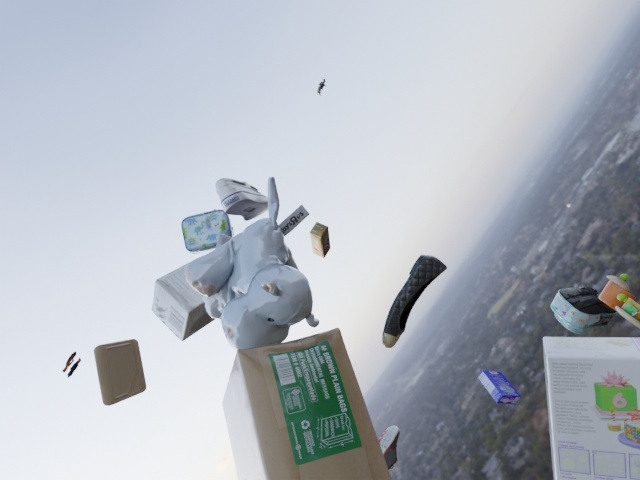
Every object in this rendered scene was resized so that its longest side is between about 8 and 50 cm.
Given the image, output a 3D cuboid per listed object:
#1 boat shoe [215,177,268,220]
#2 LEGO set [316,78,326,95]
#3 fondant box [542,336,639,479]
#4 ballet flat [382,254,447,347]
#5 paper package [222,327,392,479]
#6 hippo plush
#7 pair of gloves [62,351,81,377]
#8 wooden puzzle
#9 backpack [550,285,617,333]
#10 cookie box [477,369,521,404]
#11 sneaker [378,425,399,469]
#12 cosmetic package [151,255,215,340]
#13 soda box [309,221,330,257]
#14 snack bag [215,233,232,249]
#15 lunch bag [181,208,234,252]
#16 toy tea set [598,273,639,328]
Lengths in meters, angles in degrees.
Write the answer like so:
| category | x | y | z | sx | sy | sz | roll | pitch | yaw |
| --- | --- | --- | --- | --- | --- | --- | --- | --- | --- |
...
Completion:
| category | x | y | z | sx | sy | sz | roll | pitch | yaw |
| --- | --- | --- | --- | --- | --- | --- | --- | --- | --- |
| boat shoe | -0.194 | -0.113 | 1.183 | 0.095 | 0.084 | 0.258 | -31 | -7 | 3 |
| LEGO set | -0.001 | -0.506 | 1.502 | 0.083 | 0.023 | 0.054 | -35 | -38 | -77 |
| fondant box | 0.557 | 0.349 | 0.849 | 0.096 | 0.238 | 0.330 | -33 | -64 | -64 |
| ballet flat | 0.151 | 0.103 | 0.762 | 0.173 | 0.049 | 0.057 | -62 | -24 | -2 |
| paper package | -0.029 | 0.348 | 0.707 | 0.168 | 0.325 | 0.309 | -7 | -31 | -22 |
| hippo plush | -0.086 | 0.095 | 0.866 | 0.294 | 0.236 | 0.234 | -43 | -46 | 4 |
| pair of gloves | -0.841 | 0.420 | 1.548 | 0.083 | 0.010 | 0.074 | 103 | -175 | -51 |
| wooden puzzle | -0.772 | 0.500 | 1.763 | 0.044 | 0.221 | 0.239 | -16 | -8 | 11 |
| backpack | 0.954 | 0.256 | 1.695 | 0.188 | 0.166 | 0.144 | 5 | -55 | -27 |
| cookie box | 0.578 | 0.474 | 1.485 | 0.092 | 0.107 | 0.040 | 14 | -65 | -28 |
| sneaker | 0.208 | 0.644 | 1.394 | 0.158 | 0.065 | 0.061 | -60 | 17 | -12 |
| cosmetic package | -0.393 | 0.175 | 1.412 | 0.184 | 0.151 | 0.151 | -33 | -24 | -46 |
| soda box | 0.000 | 0.000 | 1.955 | 0.061 | 0.058 | 0.181 | -58 | -20 | -25 |
| snack bag | -0.283 | 0.160 | 1.745 | 0.342 | 0.037 | 0.323 | 26 | -111 | -38 |
| lunch bag | -0.505 | -0.042 | 2.062 | 0.219 | 0.176 | 0.090 | -14 | -9 | -4 |
| toy tea set | 0.862 | 0.191 | 1.133 | 0.200 | 0.336 | 0.124 | 15 | -65 | -52 |
